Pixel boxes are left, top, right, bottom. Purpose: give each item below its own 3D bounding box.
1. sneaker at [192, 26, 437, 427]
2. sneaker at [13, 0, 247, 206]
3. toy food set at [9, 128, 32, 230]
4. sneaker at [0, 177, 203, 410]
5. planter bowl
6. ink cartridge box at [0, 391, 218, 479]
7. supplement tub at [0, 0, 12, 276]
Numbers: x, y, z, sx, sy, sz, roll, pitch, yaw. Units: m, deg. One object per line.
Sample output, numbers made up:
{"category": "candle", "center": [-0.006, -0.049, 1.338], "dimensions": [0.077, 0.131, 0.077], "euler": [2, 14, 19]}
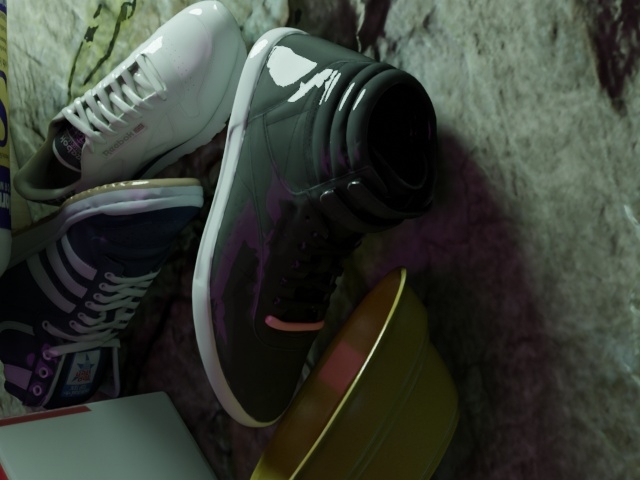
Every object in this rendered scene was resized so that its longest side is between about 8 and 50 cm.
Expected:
{"category": "sneaker", "center": [0.000, 0.000, 1.240], "dimensions": [0.147, 0.104, 0.296], "euler": [13, 96, 44]}
{"category": "sneaker", "center": [-0.149, -0.100, 1.374], "dimensions": [0.235, 0.095, 0.090], "euler": [-45, 64, 33]}
{"category": "toy food set", "center": [-0.392, -0.073, 1.586], "dimensions": [0.306, 0.092, 0.220], "euler": [-21, 81, 40]}
{"category": "sneaker", "center": [-0.178, 0.048, 1.408], "dimensions": [0.282, 0.099, 0.153], "euler": [-22, 75, 47]}
{"category": "planter bowl", "center": [0.035, 0.132, 1.210], "dimensions": [0.090, 0.217, 0.217], "euler": [33, 120, -5]}
{"category": "ink cartridge box", "center": [-0.238, 0.255, 1.418], "dimensions": [0.273, 0.197, 0.114], "euler": [-49, 62, 32]}
{"category": "supplement tub", "center": [-0.366, -0.075, 1.370], "dimensions": [0.241, 0.241, 0.331], "euler": [-4, 87, 41]}
